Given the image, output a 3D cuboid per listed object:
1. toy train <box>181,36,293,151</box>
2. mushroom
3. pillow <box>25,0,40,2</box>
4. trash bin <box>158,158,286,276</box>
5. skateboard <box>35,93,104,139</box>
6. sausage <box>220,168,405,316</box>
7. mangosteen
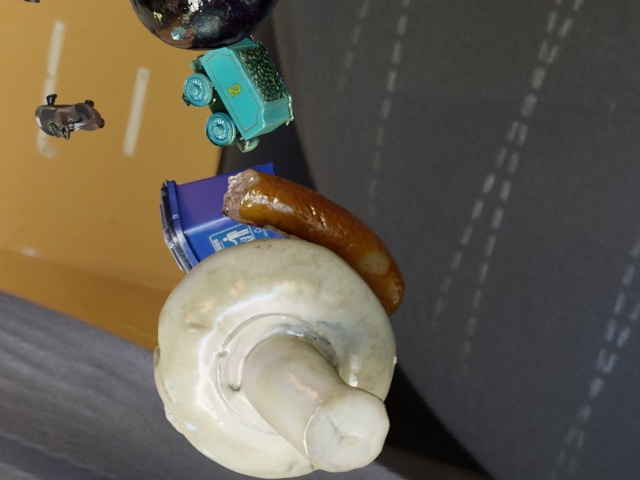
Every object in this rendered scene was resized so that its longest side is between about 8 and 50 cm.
[{"bbox_3d":[-0.155,-0.275,2.133,0.163,0.203,0.112,-31,0,38],"label":"toy train"},{"bbox_3d":[-0.029,0.156,1.446,0.315,0.356,0.315,-30,-55,-54],"label":"mushroom"},{"bbox_3d":[-0.403,-0.389,1.412,0.055,0.141,0.208,-54,-7,-32],"label":"pillow"},{"bbox_3d":[-0.175,-0.051,2.139,0.162,0.234,0.184,67,-175,-48],"label":"trash bin"},{"bbox_3d":[-0.417,-0.196,1.855,0.080,0.151,0.067,-37,-60,-37],"label":"skateboard"},{"bbox_3d":[0.004,-0.003,1.551,0.103,0.302,0.076,-50,18,21],"label":"sausage"},{"bbox_3d":[-0.171,-0.370,1.548,0.243,0.243,0.243,-165,90,-85],"label":"mangosteen"}]
